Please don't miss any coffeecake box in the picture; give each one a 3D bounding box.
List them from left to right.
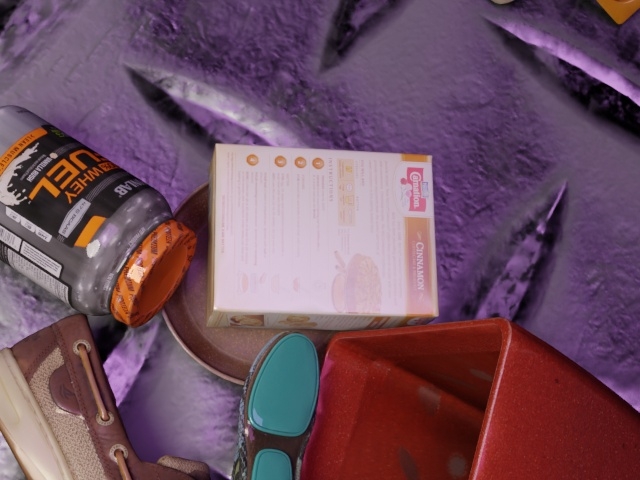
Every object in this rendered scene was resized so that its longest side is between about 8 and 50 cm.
[{"bbox_3d":[0.000,0.000,0.963,0.185,0.068,0.142,2,73,-10],"label":"coffeecake box"}]

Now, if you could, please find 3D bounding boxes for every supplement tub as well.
[{"bbox_3d":[-0.202,-0.017,0.927,0.190,0.117,0.117,31,70,11],"label":"supplement tub"}]

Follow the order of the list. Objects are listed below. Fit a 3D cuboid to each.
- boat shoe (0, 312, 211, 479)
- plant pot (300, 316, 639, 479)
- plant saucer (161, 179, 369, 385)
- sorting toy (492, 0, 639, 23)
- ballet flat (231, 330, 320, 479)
[{"bbox_3d":[-0.137,0.210,0.890,0.123,0.123,0.342,-30,75,-16],"label":"boat shoe"},{"bbox_3d":[0.130,0.226,0.862,0.236,0.267,0.267,22,75,-22],"label":"plant pot"},{"bbox_3d":[-0.046,0.033,1.000,0.198,0.036,0.198,3,73,-11],"label":"plant saucer"},{"bbox_3d":[0.205,-0.348,1.088,0.196,0.047,0.347,-32,119,10],"label":"sorting toy"},{"bbox_3d":[-0.044,0.165,0.921,0.070,0.070,0.188,15,62,-6],"label":"ballet flat"}]
